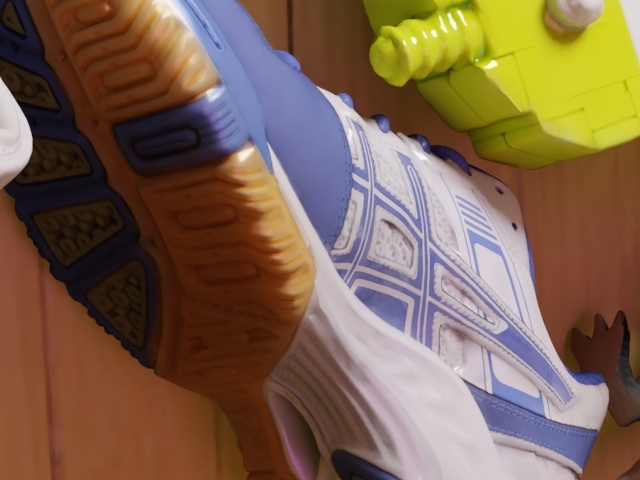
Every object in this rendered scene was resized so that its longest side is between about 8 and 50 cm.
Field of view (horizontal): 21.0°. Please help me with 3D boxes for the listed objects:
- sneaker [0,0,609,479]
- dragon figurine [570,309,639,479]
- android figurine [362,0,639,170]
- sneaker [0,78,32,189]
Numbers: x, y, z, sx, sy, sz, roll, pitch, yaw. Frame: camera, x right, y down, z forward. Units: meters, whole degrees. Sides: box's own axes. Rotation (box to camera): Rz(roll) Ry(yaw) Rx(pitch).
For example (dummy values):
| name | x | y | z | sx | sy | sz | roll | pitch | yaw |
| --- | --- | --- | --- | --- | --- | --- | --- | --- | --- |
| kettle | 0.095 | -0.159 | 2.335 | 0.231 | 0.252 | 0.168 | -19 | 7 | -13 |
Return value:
| name | x | y | z | sx | sy | sz | roll | pitch | yaw |
| --- | --- | --- | --- | --- | --- | --- | --- | --- | --- |
| sneaker | 0.000 | 0.000 | 0.594 | 0.131 | 0.112 | 0.296 | -53 | 125 | -34 |
| dragon figurine | 0.185 | 0.062 | 0.717 | 0.144 | 0.085 | 0.289 | 37 | 79 | -32 |
| android figurine | 0.117 | -0.126 | 0.623 | 0.273 | 0.056 | 0.248 | -18 | 92 | -31 |
| sneaker | -0.188 | -0.033 | 0.371 | 0.169 | 0.108 | 0.292 | -40 | 157 | 16 |
